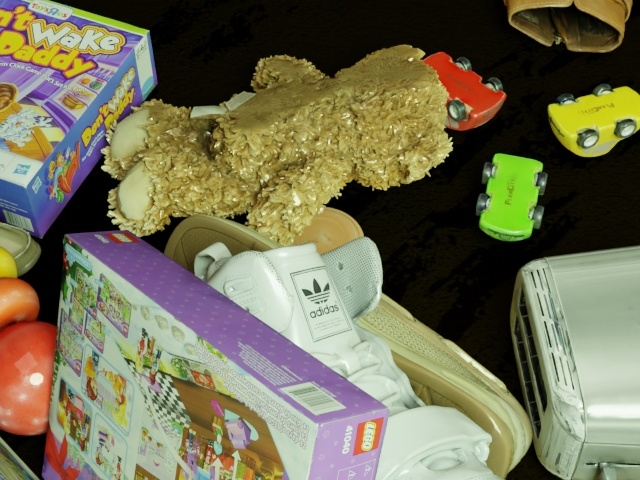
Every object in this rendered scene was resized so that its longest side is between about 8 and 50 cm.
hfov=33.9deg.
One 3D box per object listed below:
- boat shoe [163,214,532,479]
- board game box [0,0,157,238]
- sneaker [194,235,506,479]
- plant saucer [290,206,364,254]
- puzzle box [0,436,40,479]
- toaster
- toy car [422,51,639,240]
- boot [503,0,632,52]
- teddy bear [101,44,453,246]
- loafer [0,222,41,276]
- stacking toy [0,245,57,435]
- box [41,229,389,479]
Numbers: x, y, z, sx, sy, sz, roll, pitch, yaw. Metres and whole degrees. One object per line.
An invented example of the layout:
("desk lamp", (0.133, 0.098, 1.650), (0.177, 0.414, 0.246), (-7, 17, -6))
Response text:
("boat shoe", (0.015, 0.091, 0.867), (0.341, 0.122, 0.110), (35, 20, 19))
("board game box", (-0.377, -0.161, 1.067), (0.347, 0.078, 0.233), (18, 53, 13))
("sneaker", (0.024, 0.111, 0.691), (0.137, 0.210, 0.365), (-7, 9, -44))
("plant saucer", (0.000, 0.000, 0.988), (0.083, 0.013, 0.083), (0, 51, 0))
("puzzle box", (-0.307, 0.098, 0.737), (0.409, 0.272, 0.052), (38, 73, 25))
("toaster", (0.240, 0.092, 0.847), (0.146, 0.129, 0.227), (-4, 53, -1))
("toy car", (0.191, -0.080, 1.031), (0.239, 0.053, 0.225), (12, 53, 9))
("boot", (0.223, -0.317, 1.203), (0.283, 0.109, 0.220), (14, 56, 1))
("teddy bear", (-0.045, -0.085, 1.005), (0.338, 0.113, 0.245), (-23, 37, -17))
("loafer", (-0.330, -0.001, 0.959), (0.148, 0.050, 0.056), (8, 52, 5))
("stacking toy", (-0.304, 0.020, 0.856), (0.141, 0.141, 0.330), (-38, 74, -27))
("box", (-0.087, 0.135, 0.683), (0.057, 0.201, 0.293), (-5, 24, -40))
